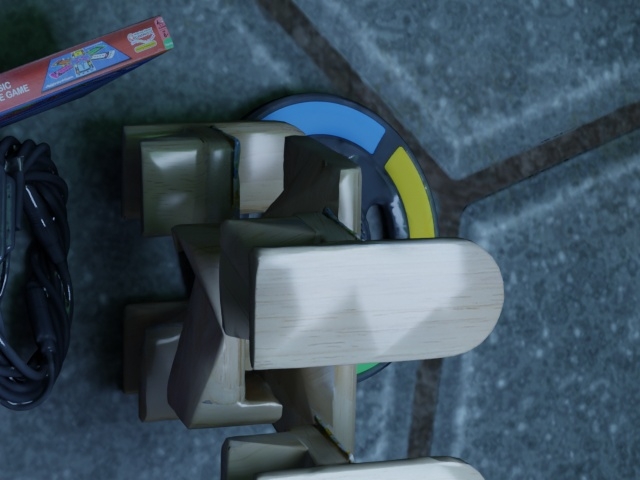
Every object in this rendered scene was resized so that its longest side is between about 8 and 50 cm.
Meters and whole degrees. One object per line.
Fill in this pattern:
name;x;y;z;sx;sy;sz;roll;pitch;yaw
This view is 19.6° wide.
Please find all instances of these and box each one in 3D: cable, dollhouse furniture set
cable;-0.203;0.023;1.238;0.150;0.047;0.184;41;44;-76
dollhouse furniture set;0.029;0.133;1.216;0.256;0.362;0.394;-3;104;-18

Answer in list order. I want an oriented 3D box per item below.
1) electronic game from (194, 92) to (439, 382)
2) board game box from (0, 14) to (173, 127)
electronic game;0.000;0.000;1.425;0.229;0.048;0.229;3;86;-35
board game box;-0.243;-0.076;1.199;0.281;0.145;0.027;-25;96;-34
